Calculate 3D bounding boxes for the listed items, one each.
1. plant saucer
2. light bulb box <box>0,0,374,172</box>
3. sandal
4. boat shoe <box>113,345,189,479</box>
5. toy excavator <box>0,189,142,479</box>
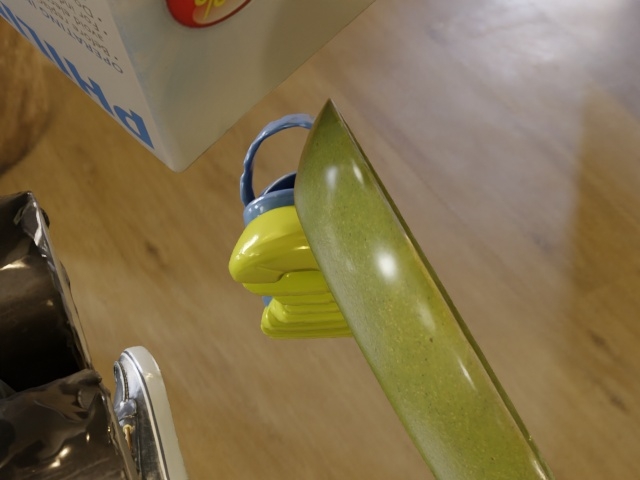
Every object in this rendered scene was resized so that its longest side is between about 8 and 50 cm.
[{"bbox_3d":[0.050,0.052,0.464,0.037,0.241,0.241,-30,49,5],"label":"plant saucer"},{"bbox_3d":[-0.031,-0.282,0.435,0.358,0.361,0.225,-42,67,-14],"label":"light bulb box"},{"bbox_3d":[0.000,0.000,0.902,0.126,0.317,0.138,-3,71,1],"label":"sandal"},{"bbox_3d":[-0.153,0.155,0.831,0.083,0.065,0.183,-9,43,-17],"label":"boat shoe"},{"bbox_3d":[-0.148,0.266,0.510,0.222,0.445,0.433,-19,39,-12],"label":"toy excavator"}]
